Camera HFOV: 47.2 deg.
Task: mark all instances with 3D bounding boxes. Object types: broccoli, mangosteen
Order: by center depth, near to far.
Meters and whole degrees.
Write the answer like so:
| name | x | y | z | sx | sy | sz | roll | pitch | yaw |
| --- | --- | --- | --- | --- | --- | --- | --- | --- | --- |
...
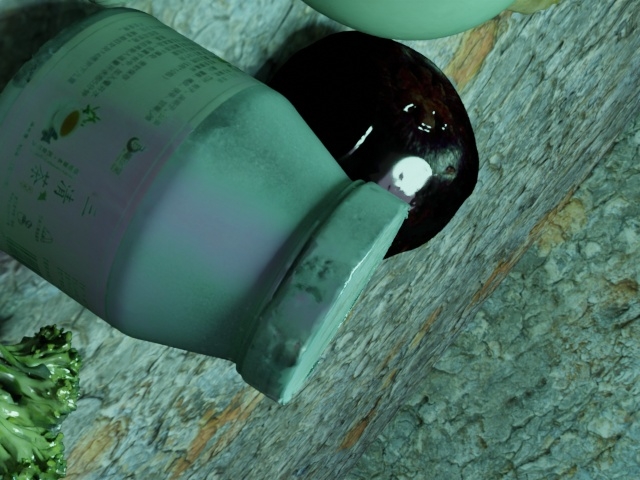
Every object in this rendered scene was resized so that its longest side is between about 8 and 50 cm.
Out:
| name | x | y | z | sx | sy | sz | roll | pitch | yaw |
| --- | --- | --- | --- | --- | --- | --- | --- | --- | --- |
| broccoli | -0.321 | 0.089 | 0.621 | 0.252 | 0.221 | 0.361 | 11 | 122 | -21 |
| mangosteen | 0.032 | -0.100 | 0.857 | 0.287 | 0.287 | 0.233 | -53 | 145 | 6 |

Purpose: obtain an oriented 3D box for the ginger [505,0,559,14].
| name | x | y | z | sx | sy | sz | roll | pitch | yaw |
| --- | --- | --- | --- | --- | --- | --- | --- | --- | --- |
| ginger | 0.244 | -0.371 | 0.838 | 0.221 | 0.275 | 0.130 | 53 | 57 | -23 |

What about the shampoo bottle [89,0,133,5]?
| name | x | y | z | sx | sy | sz | roll | pitch | yaw |
| --- | --- | --- | --- | --- | --- | --- | --- | --- | --- |
| shampoo bottle | -0.166 | -0.267 | 0.510 | 0.065 | 0.065 | 0.204 | -39 | 152 | -22 |

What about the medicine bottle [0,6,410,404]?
| name | x | y | z | sx | sy | sz | roll | pitch | yaw |
| --- | --- | --- | --- | --- | --- | --- | --- | --- | --- |
| medicine bottle | -0.095 | -0.023 | 0.621 | 0.245 | 0.290 | 0.245 | -57 | 172 | -13 |

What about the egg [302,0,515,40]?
| name | x | y | z | sx | sy | sz | roll | pitch | yaw |
| --- | --- | --- | --- | --- | --- | --- | --- | --- | --- |
| egg | 0.059 | -0.306 | 0.563 | 0.276 | 0.276 | 0.389 | -55 | 154 | 12 |
